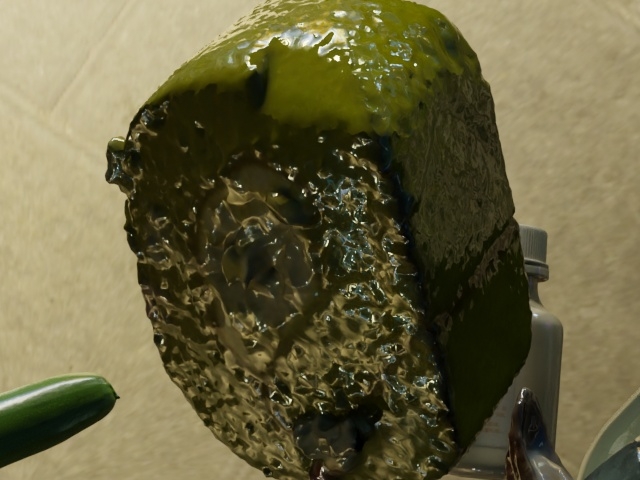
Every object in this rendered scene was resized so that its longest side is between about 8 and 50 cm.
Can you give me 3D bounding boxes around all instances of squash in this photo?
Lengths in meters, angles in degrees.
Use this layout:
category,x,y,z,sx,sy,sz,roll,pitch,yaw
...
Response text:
category,x,y,z,sx,sy,sz,roll,pitch,yaw
squash,-0.373,0.220,1.831,0.292,0.082,0.082,-20,85,-17

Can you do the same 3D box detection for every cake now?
category,x,y,z,sx,sy,sz,roll,pitch,yaw
cake,0.000,0.000,0.842,0.156,0.179,0.260,-51,134,-51

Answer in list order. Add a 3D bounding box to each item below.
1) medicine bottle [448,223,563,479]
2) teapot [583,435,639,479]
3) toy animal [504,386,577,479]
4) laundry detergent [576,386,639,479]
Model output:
category,x,y,z,sx,sy,sz,roll,pitch,yaw
medicine bottle,0.183,0.110,1.590,0.114,0.114,0.252,7,81,-9
teapot,0.120,0.132,0.735,0.043,0.111,0.043,31,37,-26
toy animal,0.102,0.162,0.664,0.179,0.089,0.188,-37,74,23
laundry detergent,0.270,0.114,0.938,0.181,0.091,0.253,32,84,41
